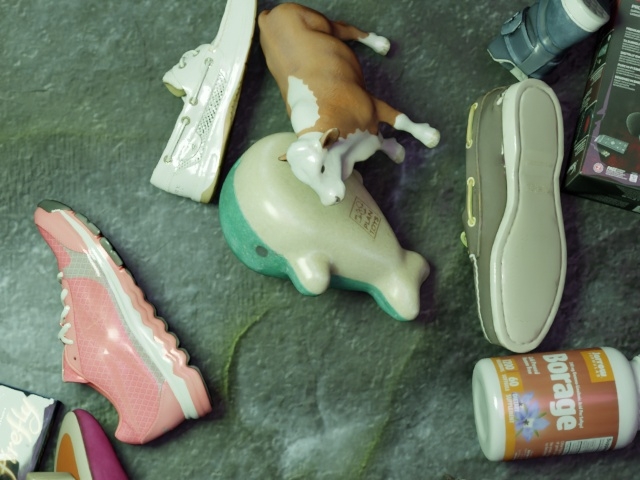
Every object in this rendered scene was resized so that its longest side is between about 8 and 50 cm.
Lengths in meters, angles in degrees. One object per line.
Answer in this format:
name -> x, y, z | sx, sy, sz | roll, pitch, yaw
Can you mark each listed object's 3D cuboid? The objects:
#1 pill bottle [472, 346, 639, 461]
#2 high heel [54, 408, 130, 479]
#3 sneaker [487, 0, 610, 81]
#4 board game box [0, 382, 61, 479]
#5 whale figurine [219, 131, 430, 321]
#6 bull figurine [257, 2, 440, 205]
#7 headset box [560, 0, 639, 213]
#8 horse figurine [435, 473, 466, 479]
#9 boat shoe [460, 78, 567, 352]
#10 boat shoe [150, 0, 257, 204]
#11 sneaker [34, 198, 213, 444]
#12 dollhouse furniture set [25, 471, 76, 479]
pill bottle -> 0.291, 0.186, 1.673 | 0.216, 0.121, 0.121 | -6, 80, -5
high heel -> -0.185, 0.365, 1.640 | 0.181, 0.127, 0.377 | -5, 74, -34
sneaker -> 0.283, -0.284, 1.780 | 0.086, 0.163, 0.226 | 37, 38, -11
board game box -> -0.414, 0.275, 1.651 | 0.165, 0.042, 0.243 | 17, 79, 0
whale figurine -> 0.000, 0.000, 1.693 | 0.272, 0.141, 0.216 | 36, 40, -17
bull figurine -> 0.021, -0.160, 1.663 | 0.188, 0.101, 0.310 | 15, 40, -34
headset box -> 0.435, -0.177, 1.754 | 0.218, 0.110, 0.293 | 16, 79, 0
horse figurine -> 0.242, 0.374, 1.630 | 0.263, 0.174, 0.066 | 45, 71, -9
boat shoe -> 0.221, -0.027, 1.721 | 0.117, 0.097, 0.324 | 9, 79, -38
boat shoe -> -0.140, -0.187, 1.726 | 0.096, 0.098, 0.277 | 14, 80, -2
sneaker -> -0.257, 0.096, 1.658 | 0.136, 0.116, 0.314 | -35, 84, -8
dollhouse furniture set -> -0.367, 0.287, 1.608 | 0.151, 0.123, 0.144 | 4, 99, -27
